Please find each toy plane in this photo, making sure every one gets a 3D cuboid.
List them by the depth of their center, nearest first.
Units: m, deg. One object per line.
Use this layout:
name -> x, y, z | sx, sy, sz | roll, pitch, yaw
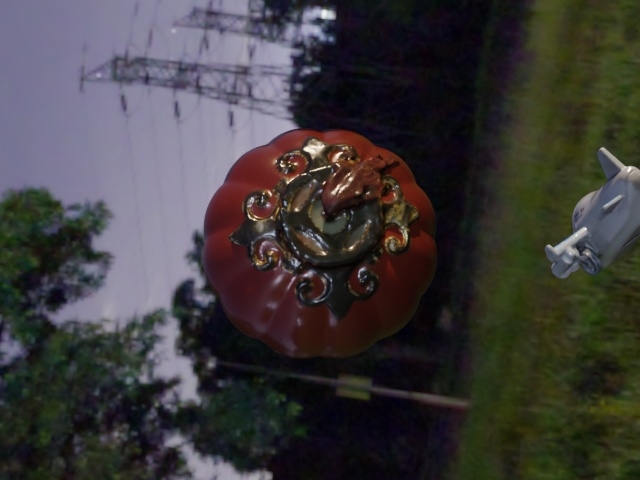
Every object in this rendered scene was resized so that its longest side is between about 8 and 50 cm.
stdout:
toy plane -> 0.471, -0.041, 1.611 | 0.122, 0.267, 0.267 | 49, 160, 23

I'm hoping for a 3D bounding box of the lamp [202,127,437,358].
lamp -> 0.000, 0.000, 0.945 | 0.227, 0.227, 0.226 | 7, -90, -87
